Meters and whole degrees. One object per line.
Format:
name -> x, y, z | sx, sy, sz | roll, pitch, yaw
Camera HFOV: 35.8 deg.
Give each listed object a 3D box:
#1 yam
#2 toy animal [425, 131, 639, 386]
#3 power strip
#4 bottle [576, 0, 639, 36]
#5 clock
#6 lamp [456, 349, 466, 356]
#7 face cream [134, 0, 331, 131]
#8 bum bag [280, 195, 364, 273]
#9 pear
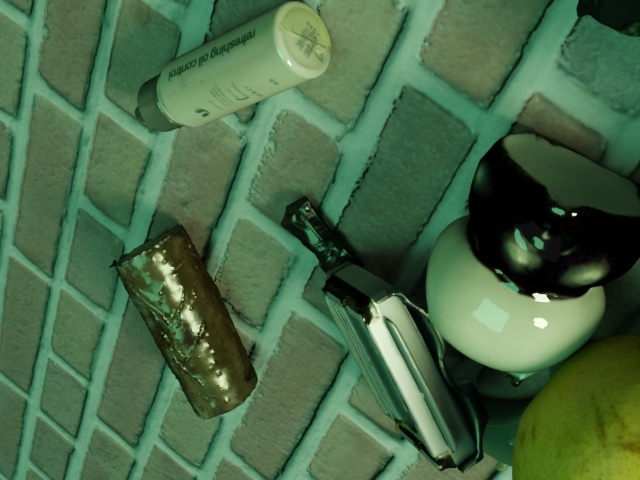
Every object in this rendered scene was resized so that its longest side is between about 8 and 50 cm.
yam -> -0.191, 0.115, 1.435 | 0.131, 0.131, 0.279 | -8, 115, 41
toy animal -> 0.208, 0.024, 1.005 | 0.187, 0.165, 0.235 | 30, 125, 14
power strip -> 0.260, 0.208, 1.196 | 0.167, 0.054, 0.253 | 42, 136, 7
bottle -> 0.193, -0.287, 0.816 | 0.347, 0.168, 0.168 | 29, 134, 12
clock -> 0.103, 0.146, 1.194 | 0.253, 0.083, 0.186 | 63, 170, -17
lamp -> 0.184, 0.092, 1.145 | 0.101, 0.090, 0.101 | 20, 129, 27
face cream -> -0.125, -0.192, 1.183 | 0.311, 0.092, 0.092 | -15, 110, 44
bum bag -> 0.000, 0.001, 1.264 | 0.058, 0.034, 0.124 | -39, 93, 33
pear -> 0.342, 0.242, 0.965 | 0.314, 0.314, 0.314 | 20, 131, 26
